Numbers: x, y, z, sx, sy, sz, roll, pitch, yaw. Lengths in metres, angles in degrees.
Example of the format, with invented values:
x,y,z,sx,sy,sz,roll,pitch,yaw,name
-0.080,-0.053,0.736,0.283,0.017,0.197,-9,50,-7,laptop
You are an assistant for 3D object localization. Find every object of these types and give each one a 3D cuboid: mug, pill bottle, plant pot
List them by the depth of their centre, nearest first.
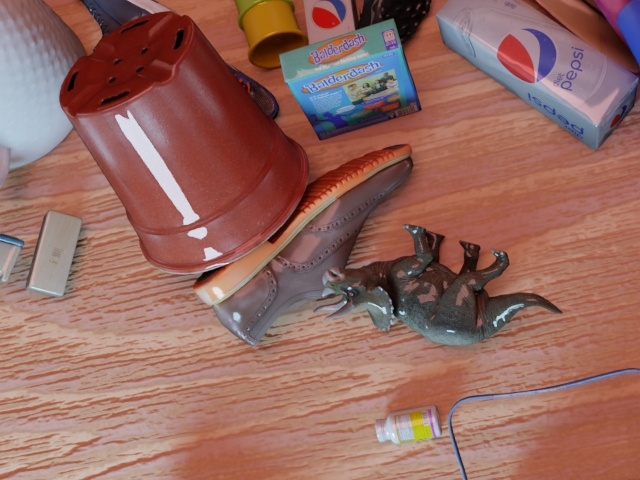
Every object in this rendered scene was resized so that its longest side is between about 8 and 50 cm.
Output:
x,y,z,sx,sy,sz,roll,pitch,yaw,name
0.117,0.245,1.393,0.083,0.043,0.043,-12,72,10,pill bottle
-0.192,-0.143,1.407,0.272,0.265,0.272,-18,41,16,plant pot
-0.528,-0.242,1.533,0.276,0.328,0.374,-10,72,10,mug

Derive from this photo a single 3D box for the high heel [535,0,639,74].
x,y,z,sx,sy,sz,roll,pitch,yaw,name
0.301,-0.360,1.459,0.377,0.127,0.181,15,68,6,high heel

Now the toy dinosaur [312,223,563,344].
x,y,z,sx,sy,sz,roll,pitch,yaw,name
0.164,0.073,1.413,0.313,0.121,0.160,18,91,13,toy dinosaur

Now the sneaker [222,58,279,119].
x,y,z,sx,sy,sz,roll,pitch,yaw,name
-0.163,-0.237,1.560,0.221,0.087,0.083,28,83,-1,sneaker

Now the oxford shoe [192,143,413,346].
x,y,z,sx,sy,sz,roll,pitch,yaw,name
0.000,0.000,1.473,0.364,0.130,0.132,-38,102,-7,oxford shoe

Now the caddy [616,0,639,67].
x,y,z,sx,sy,sz,roll,pitch,yaw,name
0.546,-0.265,1.311,0.341,0.241,0.179,-8,62,-27,caddy

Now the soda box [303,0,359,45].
x,y,z,sx,sy,sz,roll,pitch,yaw,name
0.014,-0.358,1.581,0.074,0.069,0.216,-11,71,10,soda box

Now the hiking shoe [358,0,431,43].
x,y,z,sx,sy,sz,roll,pitch,yaw,name
0.099,-0.420,1.575,0.132,0.113,0.304,5,75,39,hiking shoe

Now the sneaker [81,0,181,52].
x,y,z,sx,sy,sz,roll,pitch,yaw,name
-0.343,-0.323,1.643,0.226,0.086,0.163,29,79,18,sneaker

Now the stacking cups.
x,y,z,sx,sy,sz,roll,pitch,yaw,name
-0.104,-0.420,1.623,0.096,0.096,0.316,-20,67,7,stacking cups

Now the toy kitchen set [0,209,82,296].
x,y,z,sx,sy,sz,roll,pitch,yaw,name
-0.490,0.007,1.595,0.207,0.166,0.122,17,76,-20,toy kitchen set

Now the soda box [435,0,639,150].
x,y,z,sx,sy,sz,roll,pitch,yaw,name
0.300,-0.253,1.469,0.286,0.098,0.091,40,86,19,soda box

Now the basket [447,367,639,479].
x,y,z,sx,sy,sz,roll,pitch,yaw,name
0.302,0.310,1.247,0.255,0.201,0.289,-13,81,10,basket

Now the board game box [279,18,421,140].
x,y,z,sx,sy,sz,roll,pitch,yaw,name
0.047,-0.218,1.457,0.160,0.210,0.047,-16,71,7,board game box
